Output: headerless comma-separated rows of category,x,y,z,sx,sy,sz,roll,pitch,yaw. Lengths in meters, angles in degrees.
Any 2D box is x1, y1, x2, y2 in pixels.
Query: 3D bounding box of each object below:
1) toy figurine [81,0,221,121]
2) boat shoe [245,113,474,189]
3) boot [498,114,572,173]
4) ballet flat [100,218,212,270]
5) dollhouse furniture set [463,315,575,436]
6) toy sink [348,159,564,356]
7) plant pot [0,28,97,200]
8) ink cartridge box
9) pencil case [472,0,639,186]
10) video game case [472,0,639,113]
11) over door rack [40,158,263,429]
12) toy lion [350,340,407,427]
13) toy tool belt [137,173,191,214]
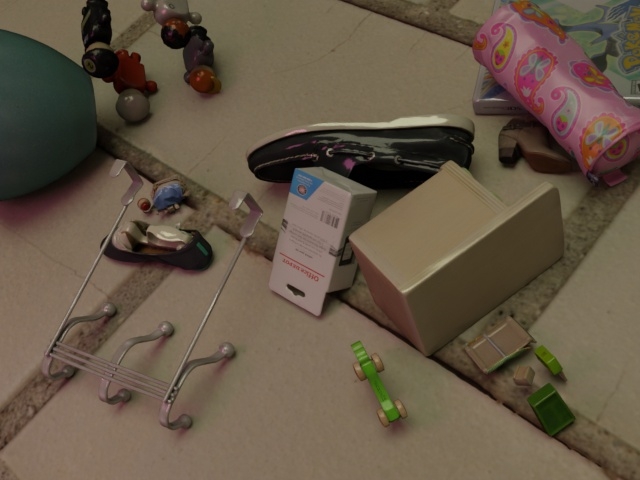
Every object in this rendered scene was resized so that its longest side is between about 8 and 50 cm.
toy figurine,-0.290,-0.320,1.457,0.210,0.213,0.148,-15,61,3
boat shoe,0.053,-0.101,1.231,0.340,0.127,0.113,-4,73,11
boot,0.312,-0.143,1.224,0.118,0.042,0.087,12,57,26
ballet flat,-0.258,-0.002,1.290,0.203,0.074,0.074,9,57,25
dollhouse furniture set,0.245,0.161,1.025,0.076,0.058,0.151,-36,31,-1
toy sink,0.174,0.004,1.086,0.234,0.152,0.131,-35,51,-8
plant pot,-0.482,-0.210,1.422,0.196,0.290,0.290,-5,46,-22
ink cartridge box,0.000,0.000,1.171,0.104,0.180,0.060,27,23,33
pencil case,0.334,-0.207,1.181,0.124,0.124,0.284,-32,64,-7
video game case,0.412,-0.325,1.332,0.300,0.036,0.329,3,55,21
over door rack,-0.223,0.072,1.179,0.240,0.108,0.324,14,80,27
toy lion,0.066,0.171,1.045,0.034,0.096,0.100,-27,90,-2
toy tool belt,-0.247,-0.066,1.348,0.083,0.052,0.051,-34,42,-7
